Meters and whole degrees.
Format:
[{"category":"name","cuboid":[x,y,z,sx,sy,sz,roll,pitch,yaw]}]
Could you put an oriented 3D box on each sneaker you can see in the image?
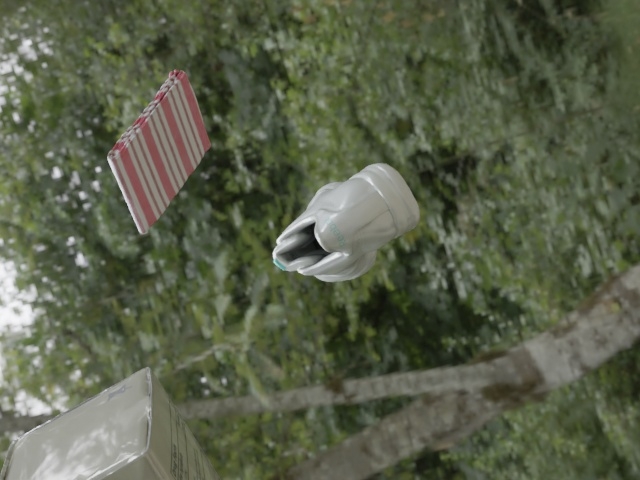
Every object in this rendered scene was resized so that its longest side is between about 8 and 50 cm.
[{"category":"sneaker","cuboid":[0.000,0.000,0.830,0.080,0.094,0.212,56,161,5]}]

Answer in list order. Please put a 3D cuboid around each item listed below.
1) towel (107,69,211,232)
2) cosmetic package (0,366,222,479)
[{"category":"towel","cuboid":[-0.221,-0.124,1.433,0.197,0.029,0.144,-59,-31,-35]},{"category":"cosmetic package","cuboid":[-0.108,0.266,0.778,0.296,0.129,0.153,62,-179,-16]}]
